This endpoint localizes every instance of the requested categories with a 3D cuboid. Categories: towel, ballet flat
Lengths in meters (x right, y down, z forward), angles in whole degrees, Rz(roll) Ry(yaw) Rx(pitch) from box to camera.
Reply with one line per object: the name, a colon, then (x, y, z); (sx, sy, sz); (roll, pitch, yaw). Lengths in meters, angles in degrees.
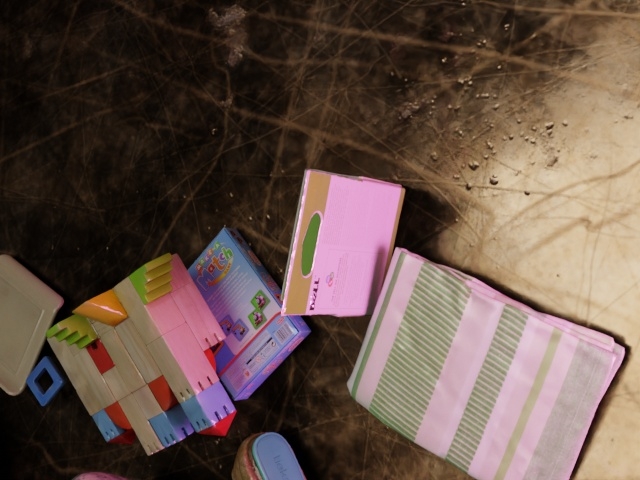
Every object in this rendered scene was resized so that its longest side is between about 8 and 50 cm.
towel: (0.201, 0.176, 1.300); (0.324, 0.038, 0.248); (26, 105, 26)
ballet flat: (-0.038, 0.441, 1.410); (0.342, 0.116, 0.124); (59, 135, 20)

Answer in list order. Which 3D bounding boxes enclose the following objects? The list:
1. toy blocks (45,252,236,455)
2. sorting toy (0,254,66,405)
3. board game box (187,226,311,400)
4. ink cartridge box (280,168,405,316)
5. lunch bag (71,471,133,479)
toy blocks: (-0.258, 0.199, 1.504); (0.381, 0.190, 0.261); (-31, 88, 46)
sorting toy: (-0.546, 0.148, 1.766); (0.347, 0.047, 0.196); (32, 99, 28)
board game box: (-0.130, 0.111, 1.515); (0.160, 0.039, 0.211); (-47, 66, 21)
ink cartridge box: (0.000, 0.000, 1.315); (0.097, 0.255, 0.189); (13, 94, 31)
lunch bag: (-0.275, 0.526, 1.447); (0.256, 0.212, 0.305); (18, 78, 30)
